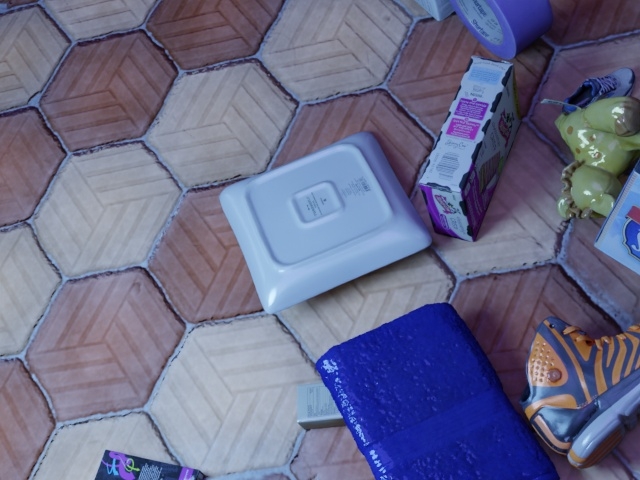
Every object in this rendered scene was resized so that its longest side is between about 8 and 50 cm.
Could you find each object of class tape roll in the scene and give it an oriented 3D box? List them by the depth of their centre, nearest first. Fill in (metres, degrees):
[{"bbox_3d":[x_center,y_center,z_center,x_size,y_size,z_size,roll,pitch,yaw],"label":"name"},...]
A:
[{"bbox_3d":[0.282,-0.390,1.772,0.080,0.189,0.189,-38,58,-4],"label":"tape roll"}]

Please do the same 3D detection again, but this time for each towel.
[{"bbox_3d":[0.153,0.251,1.511,0.227,0.076,0.308,-22,64,-14],"label":"towel"}]

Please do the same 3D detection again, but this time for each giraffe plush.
[{"bbox_3d":[0.419,-0.110,1.610,0.210,0.181,0.170,6,86,8],"label":"giraffe plush"}]

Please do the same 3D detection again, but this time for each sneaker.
[{"bbox_3d":[0.398,0.139,1.489,0.321,0.124,0.180,-41,60,-7],"label":"sneaker"},{"bbox_3d":[0.434,-0.230,1.716,0.135,0.058,0.052,-35,58,-4],"label":"sneaker"}]

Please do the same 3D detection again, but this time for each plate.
[{"bbox_3d":[-0.002,-0.046,1.723,0.278,0.045,0.277,-23,49,-3],"label":"plate"}]

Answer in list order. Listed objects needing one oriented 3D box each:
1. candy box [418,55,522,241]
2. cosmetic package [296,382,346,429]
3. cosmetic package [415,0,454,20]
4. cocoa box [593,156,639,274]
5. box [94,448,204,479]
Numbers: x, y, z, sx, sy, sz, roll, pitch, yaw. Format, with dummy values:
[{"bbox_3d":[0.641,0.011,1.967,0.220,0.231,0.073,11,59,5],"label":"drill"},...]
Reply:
[{"bbox_3d":[0.232,-0.137,1.669,0.071,0.159,0.233,15,68,22],"label":"candy box"},{"bbox_3d":[0.025,0.237,1.599,0.115,0.041,0.060,-7,62,14],"label":"cosmetic package"},{"bbox_3d":[0.193,-0.510,1.886,0.151,0.151,0.184,-37,59,-5],"label":"cosmetic package"},{"bbox_3d":[0.574,-0.025,1.391,0.347,0.228,0.231,35,40,20],"label":"cocoa box"},{"bbox_3d":[-0.263,0.379,1.619,0.162,0.029,0.116,9,65,20],"label":"box"}]
